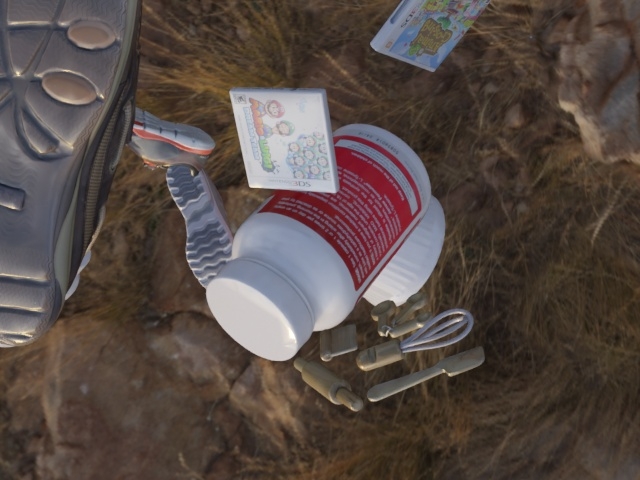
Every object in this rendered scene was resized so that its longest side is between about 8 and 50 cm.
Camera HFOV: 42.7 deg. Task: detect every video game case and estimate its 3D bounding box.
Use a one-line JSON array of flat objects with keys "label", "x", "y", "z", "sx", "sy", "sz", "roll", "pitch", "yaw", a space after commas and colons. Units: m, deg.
[{"label": "video game case", "x": -0.050, "y": -0.143, "z": 1.166, "sx": 0.143, "sy": 0.019, "sz": 0.157, "roll": 5, "pitch": 125, "yaw": 22}, {"label": "video game case", "x": 0.199, "y": -0.382, "z": 1.383, "sx": 0.023, "sy": 0.212, "sz": 0.193, "roll": 50, "pitch": 116, "yaw": 23}]

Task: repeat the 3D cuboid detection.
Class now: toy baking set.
[{"label": "toy baking set", "x": 0.076, "y": 0.128, "z": 0.990, "sx": 0.196, "sy": 0.256, "sz": 0.030, "roll": -35, "pitch": 112, "yaw": -12}]

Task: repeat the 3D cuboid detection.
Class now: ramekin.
[{"label": "ramekin", "x": 0.129, "y": -0.002, "z": 1.785, "sx": 0.135, "sy": 0.277, "sz": 0.277, "roll": 24, "pitch": 112, "yaw": -28}]

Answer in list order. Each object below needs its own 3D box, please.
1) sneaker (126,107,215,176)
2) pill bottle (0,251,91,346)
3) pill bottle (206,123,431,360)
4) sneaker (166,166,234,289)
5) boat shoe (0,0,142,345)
[{"label": "sneaker", "x": -0.208, "y": -0.114, "z": 0.970, "sx": 0.158, "sy": 0.061, "sz": 0.065, "roll": 17, "pitch": 115, "yaw": -11}, {"label": "pill bottle", "x": -0.356, "y": 0.051, "z": 1.002, "sx": 0.169, "sy": 0.094, "sz": 0.094, "roll": -39, "pitch": 92, "yaw": 29}, {"label": "pill bottle", "x": 0.000, "y": 0.000, "z": 1.370, "sx": 0.229, "sy": 0.408, "sz": 0.229, "roll": 24, "pitch": 140, "yaw": 22}, {"label": "sneaker", "x": -0.218, "y": -0.032, "z": 1.663, "sx": 0.105, "sy": 0.115, "sz": 0.281, "roll": -15, "pitch": 90, "yaw": 17}, {"label": "boat shoe", "x": -0.191, "y": -0.097, "z": 0.548, "sx": 0.132, "sy": 0.130, "sz": 0.355, "roll": 22, "pitch": 119, "yaw": -5}]
